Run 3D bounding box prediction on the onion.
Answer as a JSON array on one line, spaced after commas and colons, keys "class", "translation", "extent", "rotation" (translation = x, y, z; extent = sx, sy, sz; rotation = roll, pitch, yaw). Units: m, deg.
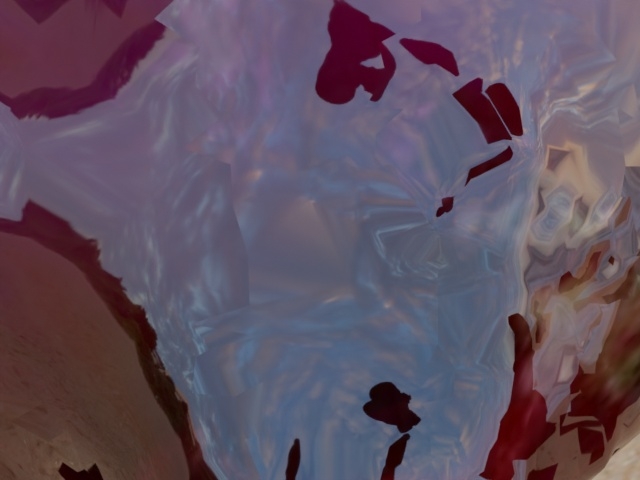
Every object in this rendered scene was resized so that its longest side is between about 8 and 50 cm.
[{"class": "onion", "translation": [0.000, 0.000, 0.487], "extent": [0.398, 0.398, 0.420], "rotation": [-19, 55, -7]}]
